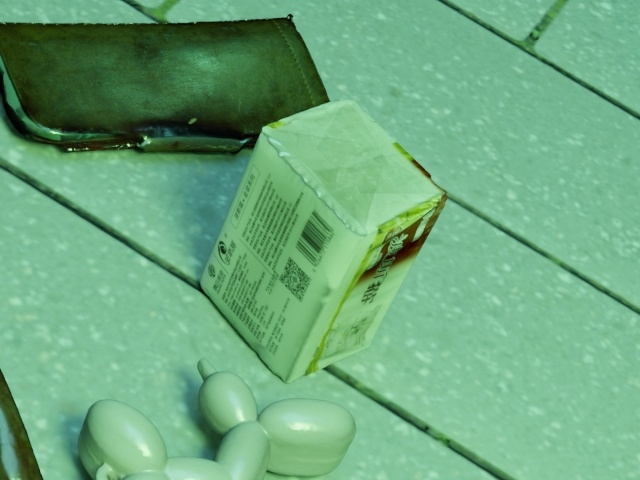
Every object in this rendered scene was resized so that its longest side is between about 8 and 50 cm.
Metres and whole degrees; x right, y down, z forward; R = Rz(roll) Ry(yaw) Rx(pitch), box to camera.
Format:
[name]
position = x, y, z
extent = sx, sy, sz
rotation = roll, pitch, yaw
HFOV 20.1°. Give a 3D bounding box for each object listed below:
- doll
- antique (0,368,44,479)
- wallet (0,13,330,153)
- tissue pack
[doll]
position = -0.068, 0.138, 1.090
extent = 0.160, 0.059, 0.161
rotation = 23, 43, -2
[antique]
position = -0.255, 0.091, 1.012
extent = 0.143, 0.121, 0.257
rotation = -15, 62, -20
[wallet]
position = -0.117, -0.115, 1.339
extent = 0.255, 0.031, 0.137
rotation = -4, 50, -27
[tissue pack]
position = 0.000, -0.001, 1.192
extent = 0.099, 0.148, 0.106
rotation = -23, 61, -40
